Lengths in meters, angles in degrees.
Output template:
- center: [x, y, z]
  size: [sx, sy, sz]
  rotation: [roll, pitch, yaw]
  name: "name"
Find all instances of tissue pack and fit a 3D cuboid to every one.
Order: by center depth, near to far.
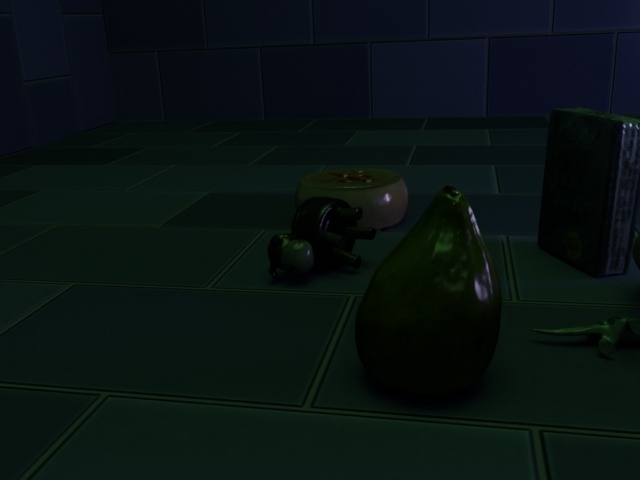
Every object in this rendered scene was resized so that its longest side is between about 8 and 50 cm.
- center: [0.460, -0.090, 1.129]
  size: [0.081, 0.257, 0.185]
  rotation: [-5, 18, -14]
  name: "tissue pack"

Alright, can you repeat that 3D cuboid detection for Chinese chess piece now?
- center: [0.068, -0.095, 1.459]
  size: [0.250, 0.097, 0.251]
  rotation: [-2, 17, 1]
  name: "Chinese chess piece"

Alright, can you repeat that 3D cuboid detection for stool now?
- center: [0.000, 0.000, 1.149]
  size: [0.121, 0.125, 0.217]
  rotation: [15, 35, 39]
  name: "stool"

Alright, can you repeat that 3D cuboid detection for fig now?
- center: [0.139, 0.073, 0.794]
  size: [0.167, 0.234, 0.167]
  rotation: [23, -14, 6]
  name: "fig"

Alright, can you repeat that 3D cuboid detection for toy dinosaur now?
- center: [0.385, 0.118, 0.868]
  size: [0.187, 0.044, 0.106]
  rotation: [-6, 0, 35]
  name: "toy dinosaur"

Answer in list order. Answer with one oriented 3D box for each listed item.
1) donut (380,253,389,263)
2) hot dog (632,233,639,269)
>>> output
- center: [0.166, 0.061, 1.004]
  size: [0.174, 0.075, 0.190]
  rotation: [-2, 19, 1]
  name: "donut"
- center: [0.611, 0.032, 0.854]
  size: [0.367, 0.196, 0.365]
  rotation: [6, 15, 5]
  name: "hot dog"
